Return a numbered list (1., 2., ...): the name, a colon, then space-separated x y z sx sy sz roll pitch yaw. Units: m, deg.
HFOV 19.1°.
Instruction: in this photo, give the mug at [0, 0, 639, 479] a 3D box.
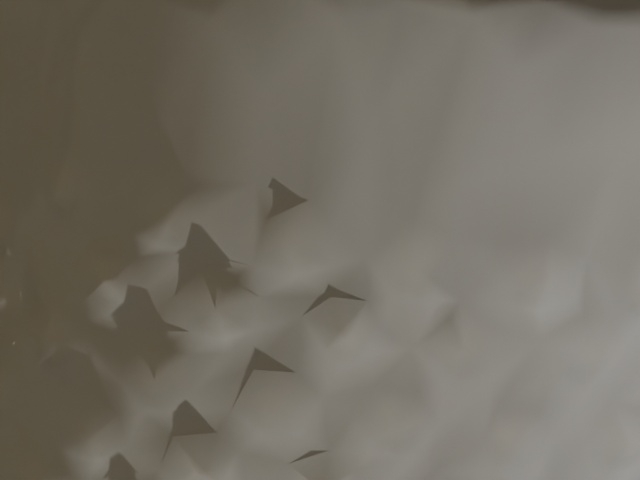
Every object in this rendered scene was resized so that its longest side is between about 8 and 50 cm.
1. mug: -0.046 0.047 0.533 0.276 0.374 0.328 -65 165 -71
